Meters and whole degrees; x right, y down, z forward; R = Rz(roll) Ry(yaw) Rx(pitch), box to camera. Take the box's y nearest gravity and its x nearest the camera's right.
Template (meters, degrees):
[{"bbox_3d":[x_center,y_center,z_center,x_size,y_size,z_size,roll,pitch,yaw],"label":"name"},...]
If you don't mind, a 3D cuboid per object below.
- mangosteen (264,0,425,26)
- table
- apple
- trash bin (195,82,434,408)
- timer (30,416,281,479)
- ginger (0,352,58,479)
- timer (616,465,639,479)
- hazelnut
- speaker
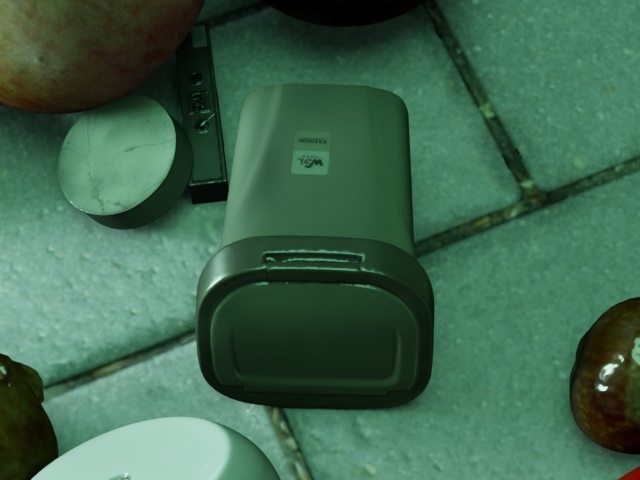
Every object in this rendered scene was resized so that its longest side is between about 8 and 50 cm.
[{"bbox_3d":[0.008,-0.387,1.874,0.306,0.306,0.359,-42,57,-17],"label":"mangosteen"},{"bbox_3d":[-0.197,-0.079,1.843,0.133,0.043,0.133,-9,65,20],"label":"table"},{"bbox_3d":[-0.275,-0.286,1.803,0.269,0.345,0.344,25,60,-32],"label":"apple"},{"bbox_3d":[0.000,0.000,1.742,0.220,0.219,0.250,3,58,0],"label":"trash bin"},{"bbox_3d":[-0.129,0.318,1.593,0.285,0.285,0.285,0,64,1],"label":"timer"},{"bbox_3d":[-0.418,0.146,1.693,0.418,0.176,0.254,35,66,11],"label":"ginger"},{"bbox_3d":[0.355,0.359,1.517,0.378,0.279,0.378,-1,62,1],"label":"timer"},{"bbox_3d":[0.298,0.124,1.716,0.143,0.143,0.154,23,83,12],"label":"hazelnut"},{"bbox_3d":[-0.124,-0.133,1.891,0.040,0.046,0.191,-6,65,-3],"label":"speaker"}]
